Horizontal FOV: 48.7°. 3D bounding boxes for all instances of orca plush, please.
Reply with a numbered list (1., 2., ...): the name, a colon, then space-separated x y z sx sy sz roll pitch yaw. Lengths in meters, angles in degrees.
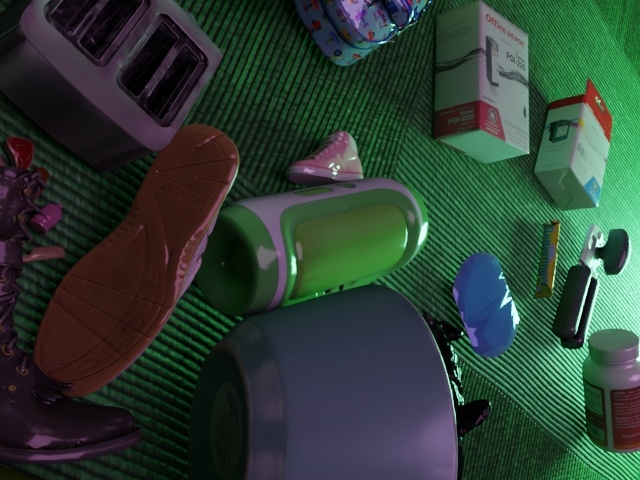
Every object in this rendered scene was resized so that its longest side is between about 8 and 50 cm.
1. orca plush: 0.186 0.230 0.966 0.287 0.102 0.151 -69 146 -48

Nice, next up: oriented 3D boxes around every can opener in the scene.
1. can opener: 0.537 0.082 1.385 0.076 0.095 0.283 48 53 -29

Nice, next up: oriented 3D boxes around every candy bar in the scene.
1. candy bar: 0.421 0.035 1.313 0.018 0.040 0.162 28 64 -29

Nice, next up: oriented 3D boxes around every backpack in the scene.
1. backpack: 0.052 -0.324 0.931 0.173 0.117 0.158 -50 118 -34

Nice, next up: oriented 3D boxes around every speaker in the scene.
1. speaker: 0.000 0.000 0.824 0.296 0.131 0.131 -14 95 -46

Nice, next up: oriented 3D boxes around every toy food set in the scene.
1. toy food set: -0.269 -0.039 0.630 0.078 0.019 0.122 -8 82 -46

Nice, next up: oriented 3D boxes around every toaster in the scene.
1. toaster: -0.203 -0.169 0.649 0.168 0.110 0.186 44 56 -31

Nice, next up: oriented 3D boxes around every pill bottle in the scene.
1. pill bottle: 0.563 0.283 1.342 0.121 0.121 0.216 -30 116 -44

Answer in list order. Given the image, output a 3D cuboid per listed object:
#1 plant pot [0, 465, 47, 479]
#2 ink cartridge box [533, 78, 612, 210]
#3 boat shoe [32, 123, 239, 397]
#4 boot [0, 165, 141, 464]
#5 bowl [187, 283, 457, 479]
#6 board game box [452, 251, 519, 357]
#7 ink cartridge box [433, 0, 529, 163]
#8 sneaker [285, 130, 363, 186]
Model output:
1. plant pot: -0.207 0.314 0.444 0.353 0.366 0.367 33 61 -52
2. ink cartridge box: 0.508 -0.191 1.405 0.134 0.078 0.231 42 57 -34
3. boat shoe: -0.162 0.024 0.673 0.098 0.096 0.277 33 78 1
4. boot: -0.254 0.051 0.556 0.263 0.091 0.229 14 72 -26
5. bowl: -0.025 0.192 0.681 0.163 0.311 0.312 7 79 -26
6. board game box: 0.256 0.106 1.140 0.133 0.033 0.169 -28 99 -39
7. ink cartridge box: 0.266 -0.255 1.157 0.158 0.092 0.218 13 73 -44
8. sneaker: 0.003 -0.106 0.896 0.134 0.051 0.070 -1 83 -49
